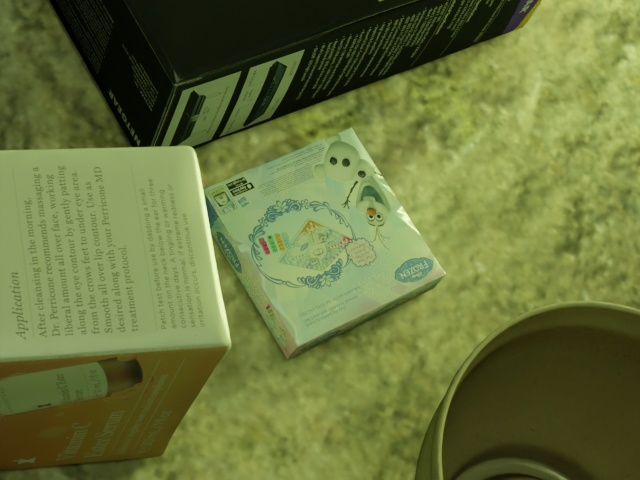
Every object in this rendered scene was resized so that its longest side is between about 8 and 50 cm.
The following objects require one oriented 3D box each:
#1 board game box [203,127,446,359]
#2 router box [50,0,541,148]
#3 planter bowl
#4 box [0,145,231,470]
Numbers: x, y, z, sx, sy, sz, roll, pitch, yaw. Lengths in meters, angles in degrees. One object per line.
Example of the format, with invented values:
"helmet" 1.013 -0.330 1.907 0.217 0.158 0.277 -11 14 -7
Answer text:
"board game box" 0.000 0.000 0.790 0.090 0.020 0.090 -24 73 -28
"router box" -0.050 -0.217 0.851 0.243 0.081 0.309 -22 72 -26
"planter bowl" 0.108 0.121 0.711 0.162 0.109 0.162 8 62 -15
"box" -0.138 0.033 0.663 0.170 0.130 0.091 -3 65 -19
